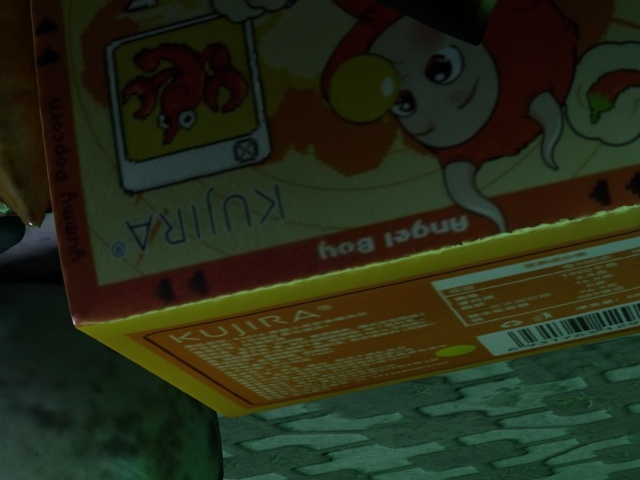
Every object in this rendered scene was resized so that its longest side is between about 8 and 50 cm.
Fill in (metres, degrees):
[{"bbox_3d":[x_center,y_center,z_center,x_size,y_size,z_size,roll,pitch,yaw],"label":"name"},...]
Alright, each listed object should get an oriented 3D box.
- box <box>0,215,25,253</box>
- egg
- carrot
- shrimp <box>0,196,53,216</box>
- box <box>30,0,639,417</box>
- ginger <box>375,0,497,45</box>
[{"bbox_3d":[-0.329,0.006,1.244,0.160,0.050,0.230,7,157,-40],"label":"box"},{"bbox_3d":[-0.262,0.207,1.418,0.428,0.345,0.345,-29,154,30],"label":"egg"},{"bbox_3d":[-0.144,-0.092,0.784,0.072,0.205,0.072,-14,153,-8],"label":"carrot"},{"bbox_3d":[-0.174,-0.076,0.861,0.150,0.249,0.068,30,115,-7],"label":"shrimp"},{"bbox_3d":[0.037,-0.084,0.791,0.283,0.260,0.214,-13,163,12],"label":"box"},{"bbox_3d":[-0.087,-0.218,0.394,0.358,0.211,0.413,25,-178,-41],"label":"ginger"}]
